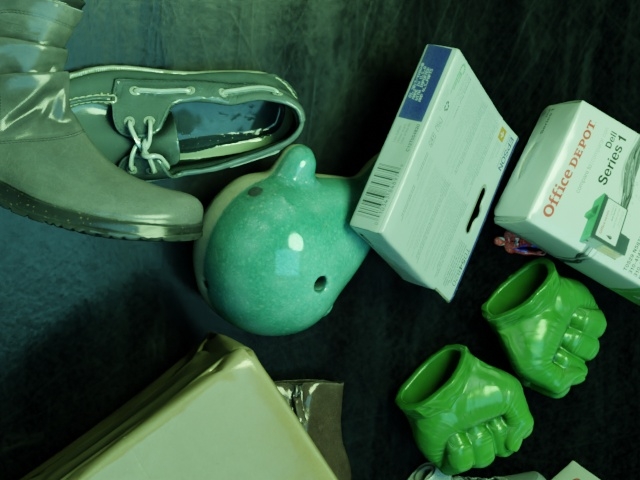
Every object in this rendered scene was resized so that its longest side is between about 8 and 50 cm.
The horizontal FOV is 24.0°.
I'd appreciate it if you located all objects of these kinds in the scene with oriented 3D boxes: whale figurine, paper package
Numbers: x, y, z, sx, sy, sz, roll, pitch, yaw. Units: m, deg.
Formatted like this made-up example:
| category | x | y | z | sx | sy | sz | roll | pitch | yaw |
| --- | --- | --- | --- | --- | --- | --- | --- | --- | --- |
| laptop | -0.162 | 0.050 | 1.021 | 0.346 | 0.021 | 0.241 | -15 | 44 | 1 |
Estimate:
| category | x | y | z | sx | sy | sz | roll | pitch | yaw |
| --- | --- | --- | --- | --- | --- | --- | --- | --- | --- |
| whale figurine | 0.000 | 0.000 | 1.604 | 0.272 | 0.141 | 0.216 | -24 | 125 | -28 |
| paper package | -0.126 | 0.315 | 1.540 | 0.309 | 0.168 | 0.324 | -36 | 102 | -16 |

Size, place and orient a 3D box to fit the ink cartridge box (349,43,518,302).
| category | x | y | z | sx | sy | sz | roll | pitch | yaw |
| --- | --- | --- | --- | --- | --- | --- | --- | --- | --- |
| ink cartridge box | 0.129 | -0.069 | 1.651 | 0.224 | 0.045 | 0.223 | 44 | 66 | -57 |

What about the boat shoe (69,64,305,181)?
| category | x | y | z | sx | sy | sz | roll | pitch | yaw |
| --- | --- | --- | --- | --- | --- | --- | --- | --- | --- |
| boat shoe | -0.167 | -0.116 | 1.530 | 0.320 | 0.099 | 0.116 | -8 | 110 | -20 |

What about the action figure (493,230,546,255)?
| category | x | y | z | sx | sy | sz | roll | pitch | yaw |
| --- | --- | --- | --- | --- | --- | --- | --- | --- | --- |
| action figure | 0.257 | -0.002 | 1.785 | 0.115 | 0.030 | 0.038 | -3 | 107 | -20 |

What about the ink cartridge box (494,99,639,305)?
| category | x | y | z | sx | sy | sz | roll | pitch | yaw |
| --- | --- | --- | --- | --- | --- | --- | --- | --- | --- |
| ink cartridge box | 0.335 | -0.042 | 1.740 | 0.219 | 0.092 | 0.160 | 28 | 82 | -16 |

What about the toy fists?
| category | x | y | z | sx | sy | sz | roll | pitch | yaw |
| --- | --- | --- | --- | --- | --- | --- | --- | --- | --- |
| toy fists | 0.224 | 0.158 | 1.770 | 0.279 | 0.096 | 0.142 | -45 | 116 | -12 |

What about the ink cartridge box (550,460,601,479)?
| category | x | y | z | sx | sy | sz | roll | pitch | yaw |
| --- | --- | --- | --- | --- | --- | --- | --- | --- | --- |
| ink cartridge box | 0.305 | 0.403 | 1.808 | 0.353 | 0.207 | 0.119 | -39 | 116 | -11 |

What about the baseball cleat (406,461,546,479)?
| category | x | y | z | sx | sy | sz | roll | pitch | yaw |
| --- | --- | --- | --- | --- | --- | --- | --- | --- | --- |
| baseball cleat | 0.179 | 0.304 | 1.806 | 0.206 | 0.072 | 0.109 | -23 | 105 | -20 |

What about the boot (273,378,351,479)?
| category | x | y | z | sx | sy | sz | roll | pitch | yaw |
| --- | --- | --- | --- | --- | --- | --- | --- | --- | --- |
| boot | -0.084 | 0.262 | 1.691 | 0.249 | 0.090 | 0.206 | -3 | 91 | -19 |

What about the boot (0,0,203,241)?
| category | x | y | z | sx | sy | sz | roll | pitch | yaw |
| --- | --- | --- | --- | --- | --- | --- | --- | --- | --- |
| boot | -0.253 | -0.129 | 1.424 | 0.338 | 0.118 | 0.222 | 15 | 90 | -7 |
